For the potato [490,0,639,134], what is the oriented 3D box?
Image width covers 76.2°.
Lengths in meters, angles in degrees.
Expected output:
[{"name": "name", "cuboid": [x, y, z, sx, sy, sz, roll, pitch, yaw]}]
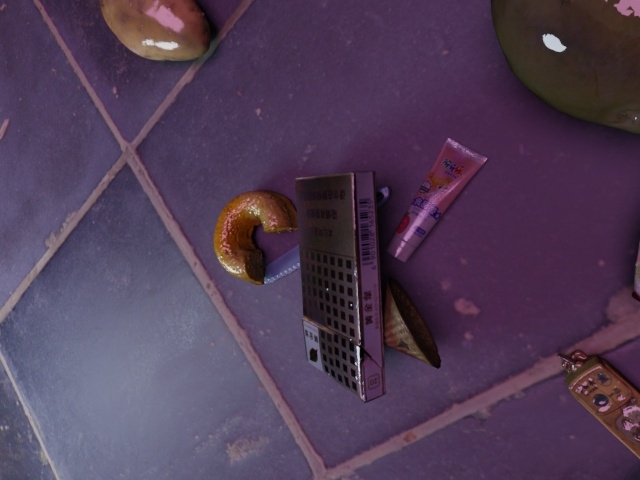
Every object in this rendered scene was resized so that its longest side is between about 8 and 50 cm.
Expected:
[{"name": "potato", "cuboid": [0.335, -0.250, 0.428, 0.326, 0.221, 0.243, 42, 108, 12]}]

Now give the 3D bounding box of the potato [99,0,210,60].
[{"name": "potato", "cuboid": [-0.313, -0.434, 0.785, 0.234, 0.128, 0.161, 11, 115, 20]}]

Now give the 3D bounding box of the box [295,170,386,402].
[{"name": "box", "cuboid": [0.026, 0.061, 0.638, 0.180, 0.047, 0.325, 9, 104, 60]}]

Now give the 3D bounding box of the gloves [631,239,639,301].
[{"name": "gloves", "cuboid": [0.456, -0.018, 0.448, 0.145, 0.126, 0.241, 42, 115, 43]}]

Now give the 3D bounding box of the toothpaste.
[{"name": "toothpaste", "cuboid": [0.170, -0.056, 0.626, 0.067, 0.043, 0.194, 36, 103, 22]}]

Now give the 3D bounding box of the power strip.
[{"name": "power strip", "cuboid": [0.434, 0.260, 0.520, 0.305, 0.044, 0.064, 46, 112, 16]}]

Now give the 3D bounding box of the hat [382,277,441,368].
[{"name": "hat", "cuboid": [0.112, 0.134, 0.605, 0.067, 0.146, 0.146, -32, 80, 16]}]

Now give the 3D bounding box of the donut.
[{"name": "donut", "cuboid": [-0.131, -0.014, 0.751, 0.146, 0.078, 0.181, 41, 106, 20]}]

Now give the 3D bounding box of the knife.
[{"name": "knife", "cuboid": [0.000, 0.000, 0.725, 0.313, 0.019, 0.044, -34, 81, 26]}]
